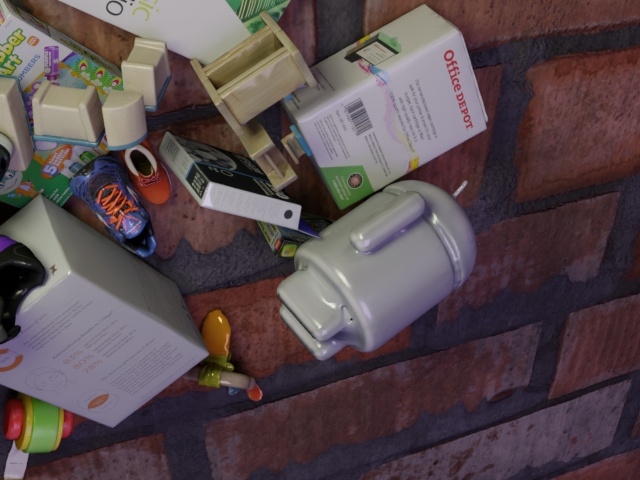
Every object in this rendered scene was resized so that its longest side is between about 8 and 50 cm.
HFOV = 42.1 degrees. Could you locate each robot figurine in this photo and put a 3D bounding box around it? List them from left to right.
[{"bbox_3d":[0.101,0.036,1.312,0.354,0.199,0.300,-34,158,-19],"label":"robot figurine"}]

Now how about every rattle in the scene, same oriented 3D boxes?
[{"bbox_3d":[-0.171,0.225,1.586,0.130,0.142,0.200,-17,158,31],"label":"rattle"}]

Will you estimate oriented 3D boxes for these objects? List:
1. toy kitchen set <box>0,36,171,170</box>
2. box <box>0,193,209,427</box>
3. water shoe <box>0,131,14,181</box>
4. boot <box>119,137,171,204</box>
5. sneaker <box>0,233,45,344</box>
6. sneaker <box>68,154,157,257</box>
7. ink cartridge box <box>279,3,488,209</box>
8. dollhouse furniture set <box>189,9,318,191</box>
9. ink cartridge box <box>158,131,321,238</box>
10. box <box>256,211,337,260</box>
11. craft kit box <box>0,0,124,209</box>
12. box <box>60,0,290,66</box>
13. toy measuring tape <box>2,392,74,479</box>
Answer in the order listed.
[{"bbox_3d":[-0.313,-0.179,1.077,0.207,0.166,0.122,8,136,2],"label":"toy kitchen set"},{"bbox_3d":[-0.370,0.121,1.276,0.215,0.168,0.345,-37,143,6],"label":"box"},{"bbox_3d":[-0.450,-0.060,1.043,0.073,0.080,0.203,26,135,-22],"label":"water shoe"},{"bbox_3d":[-0.262,-0.100,1.249,0.059,0.084,0.157,-27,134,-6],"label":"boot"},{"bbox_3d":[-0.454,0.102,1.014,0.293,0.146,0.102,-54,154,-33],"label":"sneaker"},{"bbox_3d":[-0.294,-0.048,1.235,0.083,0.087,0.221,-42,152,-8],"label":"sneaker"},{"bbox_3d":[0.100,-0.209,1.313,0.278,0.117,0.201,-30,133,-1],"label":"ink cartridge box"},{"bbox_3d":[-0.070,-0.194,1.166,0.129,0.129,0.183,-33,137,2],"label":"dollhouse furniture set"},{"bbox_3d":[-0.116,-0.084,1.247,0.208,0.206,0.045,16,107,-35],"label":"ink cartridge box"},{"bbox_3d":[0.000,0.000,1.433,0.207,0.114,0.036,12,119,-33],"label":"box"},{"bbox_3d":[-0.394,-0.165,1.121,0.250,0.061,0.247,-47,141,14],"label":"craft kit box"},{"bbox_3d":[-0.183,-0.370,1.091,0.322,0.058,0.232,17,117,-37],"label":"box"},{"bbox_3d":[-0.512,0.361,1.472,0.122,0.121,0.330,7,122,-30],"label":"toy measuring tape"}]
